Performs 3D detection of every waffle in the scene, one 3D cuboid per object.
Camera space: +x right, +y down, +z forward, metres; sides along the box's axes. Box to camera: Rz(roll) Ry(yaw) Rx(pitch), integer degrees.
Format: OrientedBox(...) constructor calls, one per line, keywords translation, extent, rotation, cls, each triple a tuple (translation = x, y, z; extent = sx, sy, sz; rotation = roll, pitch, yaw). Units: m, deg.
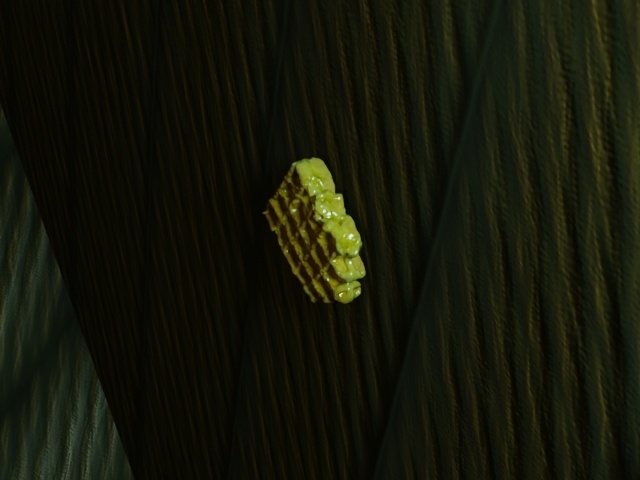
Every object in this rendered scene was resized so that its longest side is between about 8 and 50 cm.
OrientedBox(translation=(0.000, 0.000, 1.517), extent=(0.210, 0.055, 0.160), rotation=(62, 148, 19), cls="waffle")
